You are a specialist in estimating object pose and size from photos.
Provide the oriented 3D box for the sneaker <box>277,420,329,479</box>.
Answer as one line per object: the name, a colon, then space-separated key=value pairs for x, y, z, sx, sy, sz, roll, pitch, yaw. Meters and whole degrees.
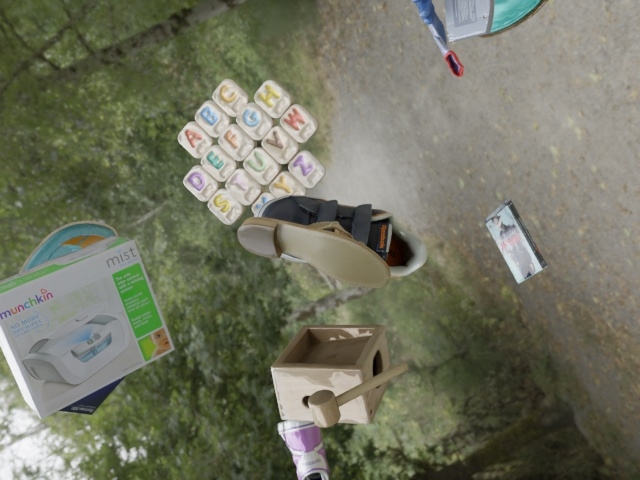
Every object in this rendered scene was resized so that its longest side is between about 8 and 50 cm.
sneaker: x=-0.036 y=0.487 z=1.542 sx=0.282 sy=0.102 sz=0.161 roll=87 pitch=167 yaw=-76

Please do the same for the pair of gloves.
pair of gloves: x=0.124 y=-0.298 z=0.817 sx=0.198 sy=0.023 sz=0.159 roll=37 pitch=-150 yaw=-55

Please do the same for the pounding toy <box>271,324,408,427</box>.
pounding toy: x=0.033 y=0.197 z=0.876 sx=0.206 sy=0.181 sz=0.094 roll=-47 pitch=-49 yaw=-62

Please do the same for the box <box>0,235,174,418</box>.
box: x=-0.436 y=0.144 z=1.207 sx=0.127 sy=0.262 sz=0.231 roll=8 pitch=117 yaw=54

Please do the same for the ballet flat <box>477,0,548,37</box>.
ballet flat: x=0.426 y=-0.518 z=1.274 sx=0.116 sy=0.124 sz=0.342 roll=54 pitch=135 yaw=9

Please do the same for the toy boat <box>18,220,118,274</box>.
toy boat: x=-0.543 y=0.101 z=1.624 sx=0.318 sy=0.267 sz=0.148 roll=43 pitch=152 yaw=-16

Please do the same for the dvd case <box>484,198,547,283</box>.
dvd case: x=0.307 y=0.003 z=1.057 sx=0.087 sy=0.013 sz=0.119 roll=118 pitch=130 yaw=-70

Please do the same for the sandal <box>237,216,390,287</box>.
sandal: x=0.000 y=-0.005 z=1.001 sx=0.079 sy=0.240 sz=0.088 roll=-60 pitch=-22 yaw=-45

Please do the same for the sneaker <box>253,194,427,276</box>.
sneaker: x=0.046 y=-0.011 z=1.194 sx=0.127 sy=0.321 sz=0.126 roll=-13 pitch=67 yaw=63

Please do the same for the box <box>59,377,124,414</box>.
box: x=-0.523 y=0.276 z=1.496 sx=0.108 sy=0.207 sz=0.153 roll=43 pitch=-176 yaw=31

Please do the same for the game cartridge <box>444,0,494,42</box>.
game cartridge: x=0.166 y=-0.269 z=0.747 sx=0.056 sy=0.017 sz=0.083 roll=-2 pitch=94 yaw=42

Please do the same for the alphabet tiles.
alphabet tiles: x=-0.140 y=-0.171 z=1.328 sx=0.278 sy=0.284 sz=0.021 roll=45 pitch=-165 yaw=4
